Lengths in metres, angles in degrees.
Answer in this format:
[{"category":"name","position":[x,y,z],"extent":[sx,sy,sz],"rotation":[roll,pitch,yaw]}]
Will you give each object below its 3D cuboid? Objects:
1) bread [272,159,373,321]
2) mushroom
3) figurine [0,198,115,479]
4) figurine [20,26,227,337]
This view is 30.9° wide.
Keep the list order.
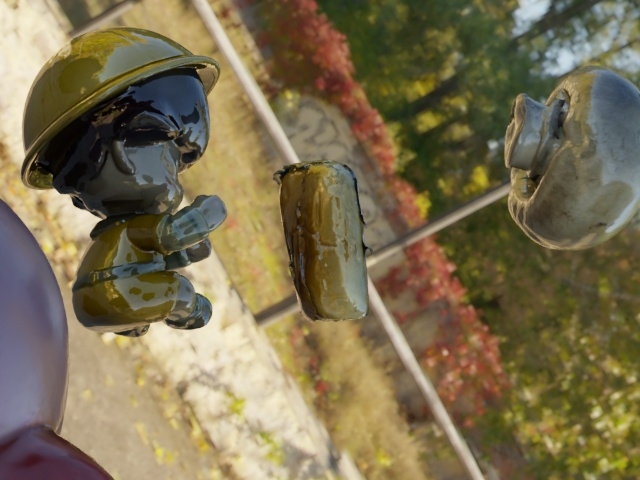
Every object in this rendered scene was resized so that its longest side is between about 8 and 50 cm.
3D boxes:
[{"category":"bread","position":[0.000,0.000,0.756],"extent":[0.072,0.053,0.106],"rotation":[-174,-106,-66]},{"category":"mushroom","position":[0.220,-0.071,1.013],"extent":[0.127,0.166,0.166],"rotation":[18,11,0]},{"category":"figurine","position":[-0.227,0.065,0.570],"extent":[0.261,0.269,0.211],"rotation":[-121,-142,-50]},{"category":"figurine","position":[-0.164,-0.052,0.960],"extent":[0.192,0.167,0.257],"rotation":[-31,-121,58]}]
